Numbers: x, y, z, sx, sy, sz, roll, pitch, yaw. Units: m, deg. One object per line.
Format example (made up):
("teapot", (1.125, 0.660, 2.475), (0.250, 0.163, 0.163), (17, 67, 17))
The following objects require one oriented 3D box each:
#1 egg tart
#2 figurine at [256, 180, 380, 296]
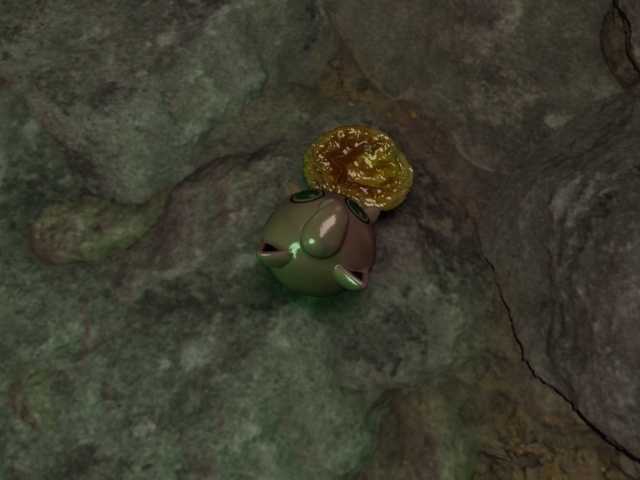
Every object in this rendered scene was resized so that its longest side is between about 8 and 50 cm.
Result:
("egg tart", (0.040, -0.073, 1.266), (0.130, 0.052, 0.130), (5, 55, -8))
("figurine", (0.000, 0.000, 1.167), (0.125, 0.125, 0.138), (17, 26, 1))
